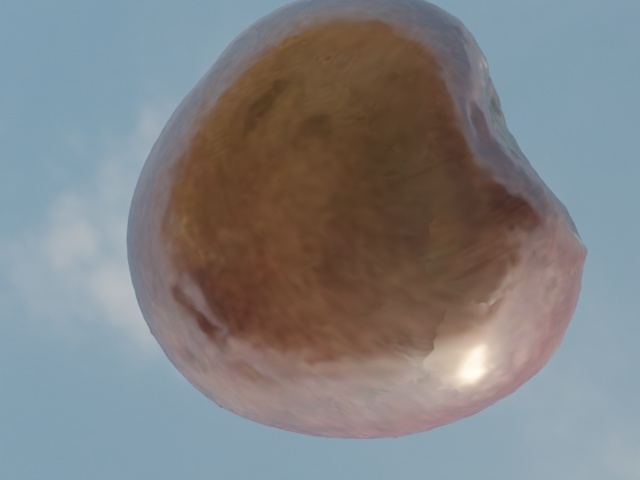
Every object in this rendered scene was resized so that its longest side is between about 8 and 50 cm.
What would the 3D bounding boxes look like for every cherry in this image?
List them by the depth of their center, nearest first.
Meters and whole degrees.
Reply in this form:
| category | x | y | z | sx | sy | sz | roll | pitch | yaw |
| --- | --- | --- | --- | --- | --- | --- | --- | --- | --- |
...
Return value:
| category | x | y | z | sx | sy | sz | roll | pitch | yaw |
| --- | --- | --- | --- | --- | --- | --- | --- | --- | --- |
| cherry | 0.006 | -0.002 | 1.006 | 0.239 | 0.206 | 0.239 | 0 | -84 | -3 |
